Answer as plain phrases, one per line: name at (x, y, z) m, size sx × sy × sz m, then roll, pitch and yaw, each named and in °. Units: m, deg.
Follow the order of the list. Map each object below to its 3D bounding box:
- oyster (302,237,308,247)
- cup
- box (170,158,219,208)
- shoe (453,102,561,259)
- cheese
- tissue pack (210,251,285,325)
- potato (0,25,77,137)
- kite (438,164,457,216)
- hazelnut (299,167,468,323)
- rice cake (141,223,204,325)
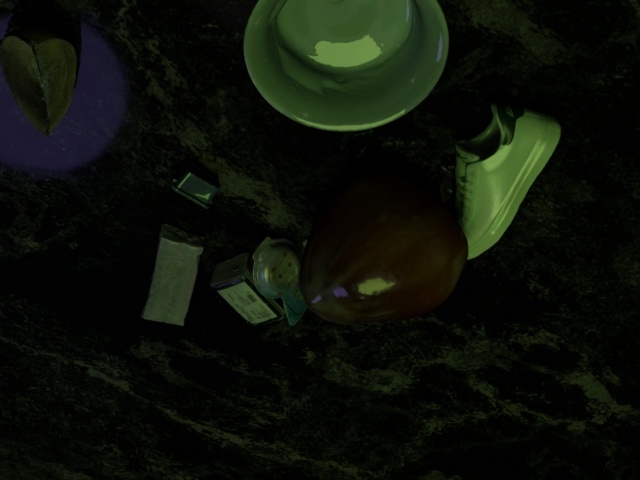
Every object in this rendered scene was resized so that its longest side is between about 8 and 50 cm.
oyster at (0.002, -0.002, 2.137) m, size 0.083 × 0.019 × 0.054 m, roll -30°, pitch 126°, yaw 28°
cup at (0.043, -0.375, 1.672) m, size 0.348 × 0.163 × 0.347 m, roll 0°, pitch 135°, yaw 0°
box at (-0.256, -0.121, 1.984) m, size 0.099 × 0.074 × 0.054 m, roll 31°, pitch 113°, yaw -27°
shoe at (0.324, -0.121, 1.940) m, size 0.160 × 0.131 × 0.363 m, roll 20°, pitch 121°, yaw -17°
cheese at (-0.082, 0.085, 2.163) m, size 0.052 × 0.135 × 0.244 m, roll 22°, pitch 155°, yaw 43°
tissue pack at (-0.161, 0.115, 2.199) m, size 0.103 × 0.090 × 0.170 m, roll -19°, pitch 130°, yaw 24°
potato at (-0.520, -0.328, 1.780) m, size 0.120 × 0.100 × 0.261 m, roll 39°, pitch 150°, yaw 14°
kite at (0.319, -0.107, 2.039) m, size 0.183 × 0.014 × 0.241 m, roll 24°, pitch 123°, yaw -18°
hazelnut at (0.116, 0.027, 1.952) m, size 0.372 × 0.372 × 0.315 m, roll -40°, pitch 84°, yaw 32°
rice cake at (-0.338, 0.089, 2.197) m, size 0.106 × 0.050 × 0.297 m, roll 11°, pitch 133°, yaw -12°
